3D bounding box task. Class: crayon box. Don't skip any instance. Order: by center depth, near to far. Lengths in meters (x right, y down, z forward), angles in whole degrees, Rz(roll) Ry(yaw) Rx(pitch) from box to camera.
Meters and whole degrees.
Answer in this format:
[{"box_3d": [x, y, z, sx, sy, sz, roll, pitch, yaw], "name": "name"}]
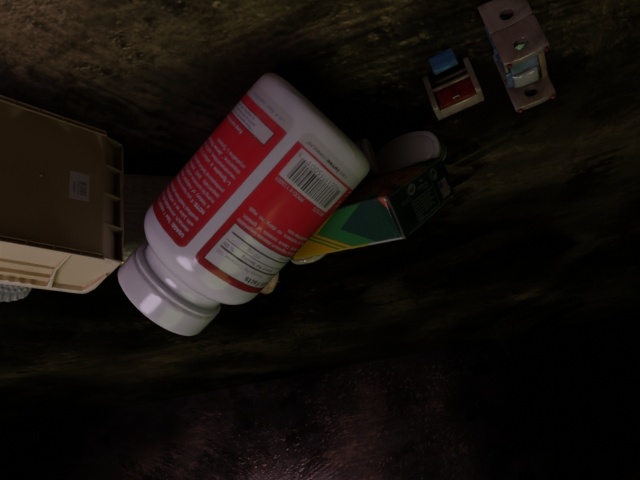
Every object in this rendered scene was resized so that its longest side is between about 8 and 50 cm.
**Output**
[{"box_3d": [0.065, -0.052, 0.968, 0.318, 0.081, 0.202, -13, -164, 44], "name": "crayon box"}]

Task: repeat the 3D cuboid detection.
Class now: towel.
[{"box_3d": [-0.356, -0.043, 0.974, 0.282, 0.187, 0.049, 0, 148, -19], "name": "towel"}]

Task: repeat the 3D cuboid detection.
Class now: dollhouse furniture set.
[{"box_3d": [0.257, -0.271, 0.816, 0.184, 0.129, 0.129, -22, 151, 21], "name": "dollhouse furniture set"}]

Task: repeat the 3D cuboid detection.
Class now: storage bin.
[{"box_3d": [-0.457, -0.073, 0.802, 0.260, 0.262, 0.123, 16, 140, -41], "name": "storage bin"}]

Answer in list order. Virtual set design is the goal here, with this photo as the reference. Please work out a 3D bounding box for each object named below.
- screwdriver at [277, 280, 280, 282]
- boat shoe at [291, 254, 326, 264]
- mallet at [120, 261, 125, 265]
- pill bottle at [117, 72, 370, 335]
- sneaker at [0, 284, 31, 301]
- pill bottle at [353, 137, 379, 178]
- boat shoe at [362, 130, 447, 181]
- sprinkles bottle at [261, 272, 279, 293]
[{"box_3d": [-0.208, 0.133, 1.560, 0.170, 0.025, 0.024, -11, 154, -18], "name": "screwdriver"}, {"box_3d": [0.000, 0.000, 1.331, 0.190, 0.068, 0.072, -24, 139, 6], "name": "boat shoe"}, {"box_3d": [-0.491, 0.059, 1.294, 0.190, 0.039, 0.062, -10, 152, -10], "name": "mallet"}, {"box_3d": [-0.132, -0.047, 0.836, 0.407, 0.229, 0.229, -47, 144, 7], "name": "pill bottle"}, {"box_3d": [-0.807, 0.092, 1.204, 0.095, 0.090, 0.235, 8, 175, 35], "name": "sneaker"}, {"box_3d": [0.042, -0.148, 1.033, 0.137, 0.078, 0.078, -19, 152, 16], "name": "pill bottle"}, {"box_3d": [0.153, -0.130, 1.081, 0.091, 0.109, 0.305, 10, 153, -35], "name": "boat shoe"}, {"box_3d": [-0.284, 0.068, 1.283, 0.355, 0.121, 0.121, 7, 148, -30], "name": "sprinkles bottle"}]
